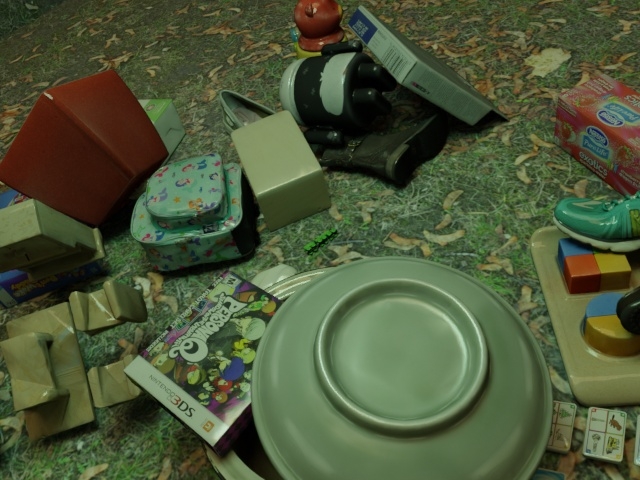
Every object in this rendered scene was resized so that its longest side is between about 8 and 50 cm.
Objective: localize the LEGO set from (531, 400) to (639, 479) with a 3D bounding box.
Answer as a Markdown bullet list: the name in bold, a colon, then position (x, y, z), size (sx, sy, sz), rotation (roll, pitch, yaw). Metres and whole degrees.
- **LEGO set**: position (0.373, 0.343, 0.776), size (0.182, 0.060, 0.244), rotation (0, 45, 33)

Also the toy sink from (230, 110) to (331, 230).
- **toy sink**: position (-0.092, -0.159, 1.320), size (0.152, 0.131, 0.234), rotation (-23, 50, -5)

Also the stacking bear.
- **stacking bear**: position (0.013, -0.489, 1.487), size (0.164, 0.289, 0.175), rotation (-3, 47, 14)

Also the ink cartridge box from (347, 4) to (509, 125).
- **ink cartridge box**: position (0.252, -0.401, 1.384), size (0.071, 0.330, 0.324), rotation (-52, 39, 23)

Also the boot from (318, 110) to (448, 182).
- **boot**: position (0.147, -0.238, 1.355), size (0.229, 0.091, 0.263), rotation (22, 51, 40)

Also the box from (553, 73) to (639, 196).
- **box**: position (0.597, -0.205, 1.153), size (0.122, 0.128, 0.257), rotation (-24, 46, -7)

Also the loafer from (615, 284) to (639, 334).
- **loafer**: position (0.516, 0.067, 0.854), size (0.220, 0.080, 0.078), rotation (-22, 31, -14)

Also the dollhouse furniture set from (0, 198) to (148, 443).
- **dollhouse furniture set**: position (-0.507, 0.159, 1.094), size (0.362, 0.256, 0.394), rotation (-19, 78, 0)

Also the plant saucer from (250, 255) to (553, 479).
- **plant saucer**: position (0.102, 0.160, 0.751), size (0.400, 0.101, 0.401), rotation (-2, 51, 3)

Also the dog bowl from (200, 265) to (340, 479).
- **dog bowl**: position (0.024, 0.239, 0.892), size (0.407, 0.150, 0.408), rotation (-8, 46, 8)

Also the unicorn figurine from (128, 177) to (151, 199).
- **unicorn figurine**: position (-0.363, -0.098, 1.371), size (0.060, 0.162, 0.111), rotation (31, 89, 31)

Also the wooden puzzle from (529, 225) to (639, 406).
- **wooden puzzle**: position (0.534, 0.083, 0.932), size (0.322, 0.081, 0.348), rotation (-7, 46, 11)

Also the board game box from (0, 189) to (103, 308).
- **board game box**: position (-0.657, -0.024, 1.400), size (0.233, 0.078, 0.347), rotation (-21, 45, -3)

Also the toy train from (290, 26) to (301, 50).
- **toy train**: position (-0.015, -0.590, 1.733), size (0.143, 0.105, 0.248), rotation (-19, 44, 13)

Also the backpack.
- **backpack**: position (-0.280, -0.055, 1.249), size (0.253, 0.191, 0.225), rotation (-17, 46, 8)

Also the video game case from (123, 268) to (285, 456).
- **video game case**: position (-0.145, 0.170, 0.875), size (0.210, 0.042, 0.232), rotation (26, 59, 33)

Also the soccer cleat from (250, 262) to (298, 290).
- **soccer cleat**: position (-0.127, 0.112, 1.123), size (0.196, 0.068, 0.076), rotation (-33, 42, -24)

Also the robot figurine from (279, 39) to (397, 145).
- **robot figurine**: position (0.035, -0.346, 1.357), size (0.278, 0.174, 0.209), rotation (7, 43, 35)

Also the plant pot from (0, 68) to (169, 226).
- **plant pot**: position (-0.518, -0.194, 1.334), size (0.267, 0.235, 0.267), rotation (-44, 8, 28)

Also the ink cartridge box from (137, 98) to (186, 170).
- **ink cartridge box**: position (-0.578, -0.280, 1.590), size (0.353, 0.119, 0.207), rotation (4, 48, 20)

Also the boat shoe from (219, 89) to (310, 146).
- **boat shoe**: position (-0.153, -0.296, 1.485), size (0.118, 0.103, 0.320), rotation (-38, 49, -18)

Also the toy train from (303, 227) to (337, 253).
- **toy train**: position (0.000, 0.000, 1.220), size (0.083, 0.017, 0.023), rotation (-36, 37, -17)

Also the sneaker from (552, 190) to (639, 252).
- **sneaker**: position (0.526, -0.048, 0.945), size (0.275, 0.110, 0.107), rotation (5, 45, 24)
